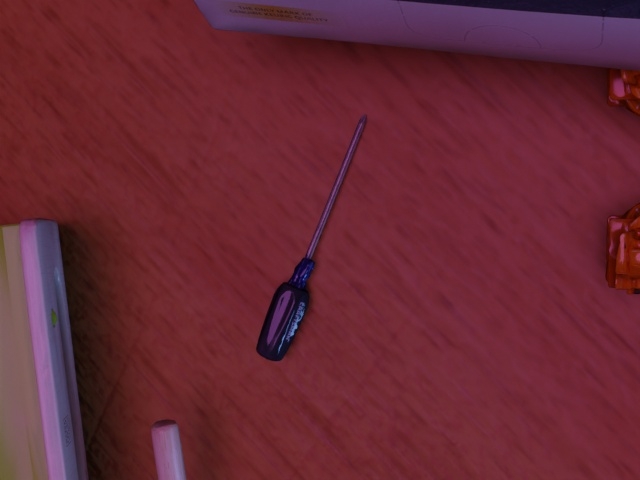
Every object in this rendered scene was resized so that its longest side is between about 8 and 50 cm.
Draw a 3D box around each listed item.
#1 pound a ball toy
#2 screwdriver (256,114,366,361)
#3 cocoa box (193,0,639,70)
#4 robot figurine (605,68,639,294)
[{"bbox_3d":[-0.181,0.146,0.582,0.208,0.136,0.319,-8,91,-10],"label":"pound a ball toy"},{"bbox_3d":[0.000,0.000,0.566,0.025,0.024,0.170,25,93,-17],"label":"screwdriver"},{"bbox_3d":[0.095,-0.229,0.375,0.346,0.228,0.232,10,75,19],"label":"cocoa box"},{"bbox_3d":[0.297,-0.042,0.444,0.290,0.085,0.211,-1,94,16],"label":"robot figurine"}]
